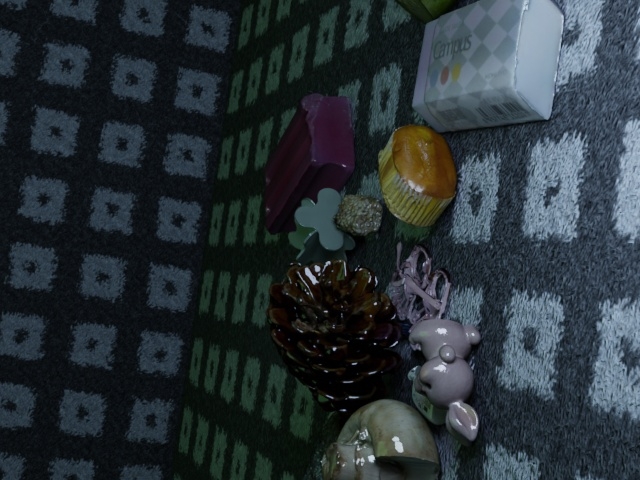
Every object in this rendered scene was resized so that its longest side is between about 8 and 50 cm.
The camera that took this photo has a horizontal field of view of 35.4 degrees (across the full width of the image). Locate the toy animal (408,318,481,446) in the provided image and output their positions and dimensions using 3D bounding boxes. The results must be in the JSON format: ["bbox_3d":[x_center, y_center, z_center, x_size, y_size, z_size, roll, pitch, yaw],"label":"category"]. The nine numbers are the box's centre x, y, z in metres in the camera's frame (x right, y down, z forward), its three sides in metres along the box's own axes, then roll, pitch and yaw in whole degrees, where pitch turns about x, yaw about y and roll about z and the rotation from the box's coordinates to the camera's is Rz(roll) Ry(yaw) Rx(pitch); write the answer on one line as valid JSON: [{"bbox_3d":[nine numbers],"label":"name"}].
[{"bbox_3d":[0.208,0.239,1.686,0.124,0.124,0.212,127,151,-53],"label":"toy animal"}]

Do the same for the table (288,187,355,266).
[{"bbox_3d":[0.000,0.000,2.352,0.198,0.167,0.166,114,157,-56],"label":"table"}]

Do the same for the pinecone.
[{"bbox_3d":[0.031,0.168,1.916,0.298,0.242,0.296,60,173,37],"label":"pinecone"}]

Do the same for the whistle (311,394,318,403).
[{"bbox_3d":[0.051,0.266,2.165,0.186,0.093,0.274,-49,29,8],"label":"whistle"}]

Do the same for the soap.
[{"bbox_3d":[-0.037,-0.190,2.569,0.359,0.128,0.232,127,146,-54],"label":"soap"}]

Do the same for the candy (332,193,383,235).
[{"bbox_3d":[0.087,-0.055,2.223,0.110,0.085,0.095,2,77,61],"label":"candy"}]

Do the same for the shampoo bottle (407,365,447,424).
[{"bbox_3d":[0.193,0.273,1.819,0.152,0.045,0.077,-142,61,-67],"label":"shampoo bottle"}]

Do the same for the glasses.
[{"bbox_3d":[0.167,0.108,1.903,0.255,0.095,0.162,-116,35,-63],"label":"glasses"}]

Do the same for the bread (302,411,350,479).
[{"bbox_3d":[0.016,0.557,2.092,0.165,0.113,0.416,-116,40,-56],"label":"bread"}]

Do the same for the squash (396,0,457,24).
[{"bbox_3d":[0.200,-0.484,2.042,0.203,0.111,0.289,-54,10,-28],"label":"squash"}]

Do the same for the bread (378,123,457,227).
[{"bbox_3d":[0.185,-0.130,1.902,0.114,0.132,0.190,121,149,-43],"label":"bread"}]

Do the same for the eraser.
[{"bbox_3d":[0.283,-0.309,1.775,0.397,0.082,0.213,-175,95,-71],"label":"eraser"}]

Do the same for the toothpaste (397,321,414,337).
[{"bbox_3d":[0.172,0.177,1.964,0.140,0.021,0.037,-176,98,-69],"label":"toothpaste"}]

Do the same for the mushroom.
[{"bbox_3d":[0.095,0.389,1.823,0.189,0.195,0.253,-100,29,-51],"label":"mushroom"}]
